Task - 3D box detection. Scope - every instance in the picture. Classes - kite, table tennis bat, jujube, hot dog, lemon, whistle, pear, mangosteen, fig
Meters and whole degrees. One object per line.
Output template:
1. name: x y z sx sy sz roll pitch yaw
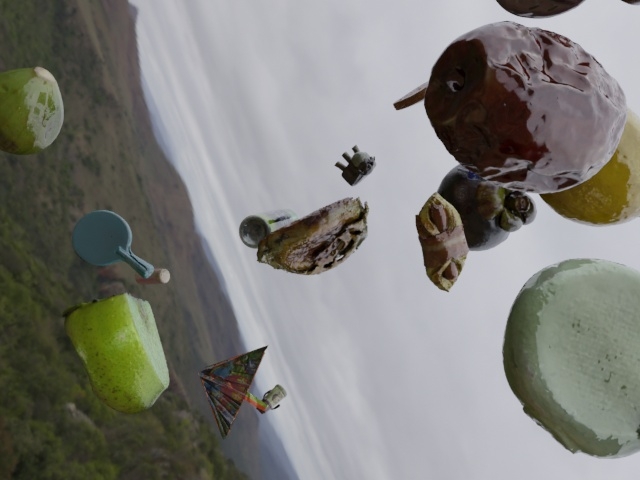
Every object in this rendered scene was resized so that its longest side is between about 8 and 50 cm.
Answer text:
1. kite: -0.200 0.338 1.545 0.183 0.241 0.014 29 -4 8
2. table tennis bat: -0.450 0.016 1.449 0.201 0.124 0.033 36 -16 4
3. jujube: 0.364 -0.224 1.156 0.276 0.376 0.277 -24 -117 57
4. hot dog: 0.312 0.013 1.668 0.093 0.123 0.262 31 -39 67
5. lemon: 0.799 -0.195 1.891 0.364 0.364 0.365 158 -90 -81
6. whistle: 0.362 -0.155 1.555 0.083 0.029 0.033 20 3 18
7. pear: -0.440 0.251 1.455 0.292 0.159 0.293 158 -90 -83
8. mangosteen: 0.516 -0.110 2.087 0.297 0.313 0.297 -2 90 -75
9. fig: -0.745 -0.321 1.651 0.230 0.207 0.207 -14 -80 42

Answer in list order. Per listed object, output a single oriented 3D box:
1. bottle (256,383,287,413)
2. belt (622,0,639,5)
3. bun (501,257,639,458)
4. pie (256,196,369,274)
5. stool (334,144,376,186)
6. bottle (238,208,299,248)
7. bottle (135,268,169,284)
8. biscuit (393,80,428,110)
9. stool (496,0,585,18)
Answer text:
1. bottle: -0.149 0.487 2.013 0.063 0.101 0.047 50 -28 0
2. belt: 0.641 -0.629 1.328 0.338 0.217 0.122 37 -11 -25
3. bun: 0.402 0.178 1.010 0.187 0.293 0.293 109 -42 -70
4. pie: -0.001 -0.001 1.648 0.086 0.308 0.308 60 -12 27
5. stool: 0.131 -0.271 2.361 0.121 0.125 0.217 50 -8 3
6. bottle: -0.140 -0.041 1.919 0.330 0.093 0.093 -27 95 -76
7. bottle: -0.463 0.099 1.827 0.045 0.096 0.045 10 78 -58
8. biscuit: 0.318 -0.448 1.953 0.036 0.186 0.192 56 -16 -12
9. stool: 0.564 -0.713 1.661 0.272 0.271 0.179 85 9 -62
